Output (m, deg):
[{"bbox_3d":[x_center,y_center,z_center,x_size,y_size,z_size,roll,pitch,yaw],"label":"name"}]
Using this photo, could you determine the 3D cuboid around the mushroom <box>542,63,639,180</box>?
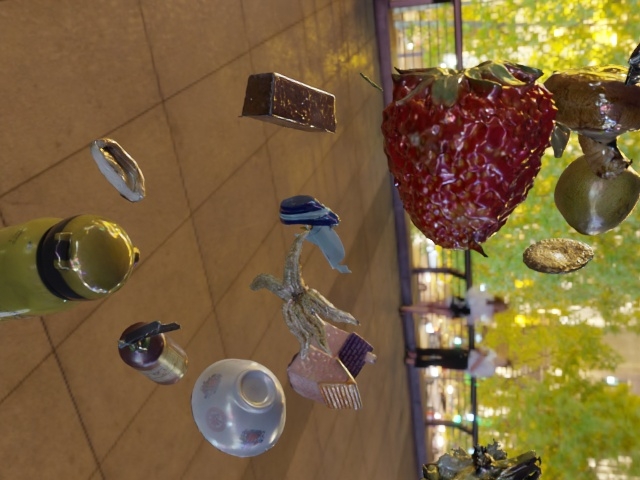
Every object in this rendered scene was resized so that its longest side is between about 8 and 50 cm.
[{"bbox_3d":[0.615,-0.294,1.449,0.254,0.267,0.267,-65,165,8],"label":"mushroom"}]

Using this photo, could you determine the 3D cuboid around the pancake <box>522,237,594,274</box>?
[{"bbox_3d":[0.670,0.043,1.827,0.199,0.199,0.021,-62,143,-57],"label":"pancake"}]

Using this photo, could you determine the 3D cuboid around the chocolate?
[{"bbox_3d":[-0.073,-0.348,1.659,0.321,0.112,0.111,-2,97,-58],"label":"chocolate"}]

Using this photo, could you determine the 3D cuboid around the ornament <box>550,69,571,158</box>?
[{"bbox_3d":[0.682,-0.348,1.787,0.230,0.061,0.244,-7,95,-51],"label":"ornament"}]

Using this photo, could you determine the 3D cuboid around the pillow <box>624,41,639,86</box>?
[{"bbox_3d":[0.598,-0.345,1.143,0.055,0.141,0.208,49,19,13],"label":"pillow"}]

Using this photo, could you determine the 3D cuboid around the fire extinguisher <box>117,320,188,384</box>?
[{"bbox_3d":[-0.248,0.165,0.993,0.231,0.099,0.071,90,-19,-67],"label":"fire extinguisher"}]

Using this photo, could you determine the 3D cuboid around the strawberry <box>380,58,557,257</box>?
[{"bbox_3d":[0.248,-0.127,1.077,0.292,0.292,0.343,-53,137,-63],"label":"strawberry"}]

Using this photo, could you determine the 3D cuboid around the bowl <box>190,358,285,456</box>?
[{"bbox_3d":[-0.238,0.519,2.133,0.157,0.346,0.345,-50,-164,43],"label":"bowl"}]

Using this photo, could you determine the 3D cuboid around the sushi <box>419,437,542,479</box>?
[{"bbox_3d":[0.378,0.565,1.556,0.139,0.291,0.131,86,-9,-53],"label":"sushi"}]

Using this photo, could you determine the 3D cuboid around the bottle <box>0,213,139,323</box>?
[{"bbox_3d":[-0.465,0.047,1.099,0.172,0.351,0.171,22,64,-55],"label":"bottle"}]

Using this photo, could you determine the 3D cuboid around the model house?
[{"bbox_3d":[0.056,0.436,2.162,0.237,0.238,0.202,-50,146,-32],"label":"model house"}]

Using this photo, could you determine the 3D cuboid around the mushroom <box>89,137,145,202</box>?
[{"bbox_3d":[-0.570,-0.208,1.836,0.209,0.072,0.094,53,45,-26],"label":"mushroom"}]

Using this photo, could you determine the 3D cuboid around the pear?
[{"bbox_3d":[0.720,-0.119,1.695,0.229,0.188,0.211,1,121,-41],"label":"pear"}]

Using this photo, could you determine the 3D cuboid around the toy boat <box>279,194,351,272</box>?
[{"bbox_3d":[0.000,0.000,1.850,0.067,0.221,0.291,-52,127,-34],"label":"toy boat"}]

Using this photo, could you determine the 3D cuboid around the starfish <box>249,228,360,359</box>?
[{"bbox_3d":[-0.030,0.163,1.687,0.084,0.301,0.293,-21,73,-53],"label":"starfish"}]

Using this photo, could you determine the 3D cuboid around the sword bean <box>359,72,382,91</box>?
[{"bbox_3d":[0.143,-0.450,1.838,0.012,0.083,0.012,-46,169,-12],"label":"sword bean"}]
